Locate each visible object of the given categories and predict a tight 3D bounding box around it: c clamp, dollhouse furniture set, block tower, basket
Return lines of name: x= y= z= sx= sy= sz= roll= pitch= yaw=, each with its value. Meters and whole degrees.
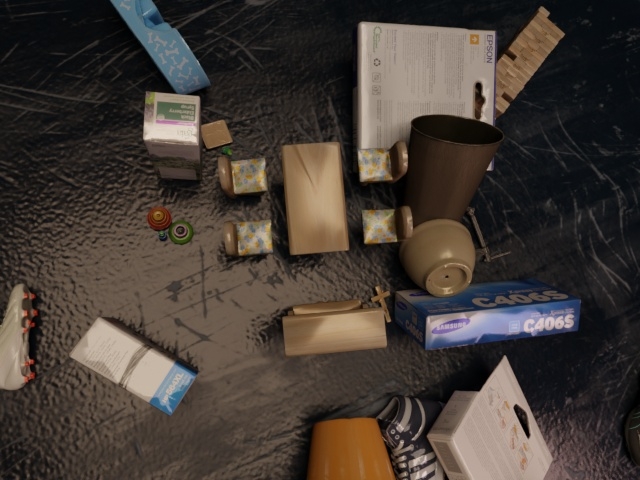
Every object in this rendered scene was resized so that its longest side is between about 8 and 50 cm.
c clamp: x=0.357 y=-0.015 z=1.218 sx=0.137 sy=0.022 sz=0.160 roll=-24 pitch=87 yaw=-10
dollhouse furniture set: x=0.000 y=0.000 z=0.983 sx=0.363 sy=0.256 sz=0.393 roll=-5 pitch=86 yaw=-4
block tower: x=0.478 y=-0.428 z=1.283 sx=0.097 sy=0.091 sz=0.335 roll=39 pitch=75 yaw=-4
basket: x=0.263 y=-0.134 z=1.099 sx=0.205 sy=0.226 sz=0.154 roll=-6 pitch=37 yaw=-21

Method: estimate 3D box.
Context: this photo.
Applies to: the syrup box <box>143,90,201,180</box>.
syrup box: x=-0.279 y=-0.194 z=0.996 sx=0.093 sy=0.237 sz=0.096 roll=2 pitch=79 yaw=-11

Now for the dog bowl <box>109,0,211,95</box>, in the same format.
dog bowl: x=-0.346 y=-0.430 z=1.071 sx=0.074 sy=0.166 sz=0.297 roll=-35 pitch=89 yaw=-4

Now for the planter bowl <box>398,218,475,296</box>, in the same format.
planter bowl: x=0.256 y=0.051 z=1.085 sx=0.162 sy=0.162 sz=0.109 roll=5 pitch=39 yaw=-12

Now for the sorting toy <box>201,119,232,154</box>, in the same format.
sorting toy: x=-0.226 y=-0.221 z=1.129 sx=0.062 sy=0.012 sz=0.083 roll=-19 pitch=81 yaw=-20

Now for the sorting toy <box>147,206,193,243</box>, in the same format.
sorting toy: x=-0.314 y=-0.029 z=1.058 sx=0.102 sy=0.042 sz=0.061 roll=31 pitch=75 yaw=-6

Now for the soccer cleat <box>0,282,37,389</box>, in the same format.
soccer cleat: x=-0.576 y=0.178 z=0.952 sx=0.076 sy=0.068 sz=0.196 roll=-1 pitch=83 yaw=-10

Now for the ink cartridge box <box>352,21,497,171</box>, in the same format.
ink cartridge box: x=0.236 y=-0.318 z=1.178 sx=0.331 sy=0.071 sz=0.323 roll=-1 pitch=96 yaw=-13

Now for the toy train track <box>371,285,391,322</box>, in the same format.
toy train track: x=0.137 y=0.142 z=1.142 sx=0.048 sy=0.014 sz=0.083 roll=-19 pitch=90 yaw=-22

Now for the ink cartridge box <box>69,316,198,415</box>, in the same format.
ink cartridge box: x=-0.336 y=0.227 z=0.951 sx=0.203 sy=0.148 sz=0.085 roll=34 pitch=76 yaw=-5

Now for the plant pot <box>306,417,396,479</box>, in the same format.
plant pot: x=0.056 y=0.445 z=0.984 sx=0.205 sy=0.205 sz=0.187 roll=2 pitch=64 yaw=-12

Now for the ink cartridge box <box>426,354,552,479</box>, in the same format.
ink cartridge box: x=0.366 y=0.437 z=1.077 sx=0.261 sy=0.066 sz=0.296 roll=-37 pitch=105 yaw=-41

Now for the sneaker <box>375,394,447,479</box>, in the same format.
sneaker: x=0.173 y=0.457 z=1.045 sx=0.153 sy=0.099 sz=0.282 roll=21 pitch=69 yaw=-13

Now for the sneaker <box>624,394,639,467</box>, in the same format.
sneaker: x=0.791 y=0.404 z=1.191 sx=0.101 sy=0.106 sz=0.267 roll=21 pitch=77 yaw=-9

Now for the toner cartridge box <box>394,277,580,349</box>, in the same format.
toner cartridge box: x=0.352 y=0.151 z=1.103 sx=0.348 sy=0.165 sz=0.075 roll=-4 pitch=102 yaw=-14
